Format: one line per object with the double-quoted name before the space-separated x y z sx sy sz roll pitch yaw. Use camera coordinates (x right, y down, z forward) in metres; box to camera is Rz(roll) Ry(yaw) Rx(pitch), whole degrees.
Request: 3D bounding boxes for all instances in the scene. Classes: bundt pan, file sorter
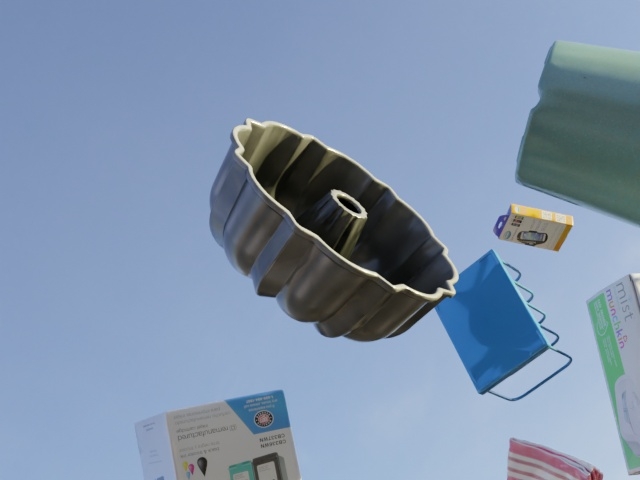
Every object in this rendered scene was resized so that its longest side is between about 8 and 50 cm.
"bundt pan" 0.000 0.000 1.241 0.331 0.331 0.124 14 -59 -47
"file sorter" 0.257 0.124 1.433 0.118 0.170 0.104 -40 -40 21

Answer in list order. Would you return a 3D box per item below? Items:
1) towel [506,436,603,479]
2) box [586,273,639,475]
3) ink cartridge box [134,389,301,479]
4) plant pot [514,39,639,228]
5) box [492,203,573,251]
"towel" 0.296 0.371 1.342 0.029 0.144 0.197 -2 -81 -40
"box" 0.528 0.182 1.430 0.231 0.261 0.127 -2 -21 -19
"ink cartridge box" -0.151 0.390 1.584 0.198 0.270 0.197 -8 -11 -26
"plant pot" 0.517 -0.173 1.699 0.334 0.341 0.341 16 -32 12
"box" 0.396 -0.025 1.918 0.136 0.028 0.081 13 -40 -2
